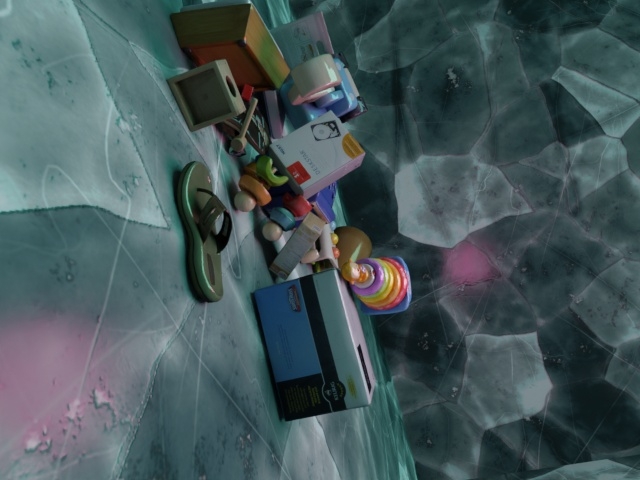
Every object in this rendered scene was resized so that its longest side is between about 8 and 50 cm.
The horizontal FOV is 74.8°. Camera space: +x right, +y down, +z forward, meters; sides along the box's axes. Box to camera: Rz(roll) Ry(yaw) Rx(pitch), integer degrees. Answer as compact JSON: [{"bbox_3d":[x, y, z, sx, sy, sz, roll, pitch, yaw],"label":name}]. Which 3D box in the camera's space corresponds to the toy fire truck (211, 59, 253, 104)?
[{"bbox_3d":[-0.265,-0.425,1.198,0.192,0.135,0.047,161,-55,-67],"label":"toy fire truck"}]

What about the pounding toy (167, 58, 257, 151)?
[{"bbox_3d":[-0.230,-0.322,1.016,0.094,0.181,0.206,-81,153,-64],"label":"pounding toy"}]

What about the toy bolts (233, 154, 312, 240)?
[{"bbox_3d":[-0.167,-0.111,1.232,0.228,0.158,0.218,46,-16,-28],"label":"toy bolts"}]

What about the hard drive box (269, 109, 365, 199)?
[{"bbox_3d":[-0.012,-0.258,1.282,0.181,0.232,0.089,53,-15,10],"label":"hard drive box"}]

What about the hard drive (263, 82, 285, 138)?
[{"bbox_3d":[-0.162,-0.535,1.521,0.318,0.040,0.210,-91,175,-51],"label":"hard drive"}]

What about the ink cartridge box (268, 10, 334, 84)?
[{"bbox_3d":[-0.093,-0.691,1.656,0.091,0.385,0.308,-50,127,-46],"label":"ink cartridge box"}]

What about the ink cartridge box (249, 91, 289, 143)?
[{"bbox_3d":[-0.205,-0.450,1.575,0.296,0.066,0.261,-86,157,-57],"label":"ink cartridge box"}]

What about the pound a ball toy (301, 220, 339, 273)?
[{"bbox_3d":[0.000,0.000,1.763,0.208,0.136,0.319,61,17,-47],"label":"pound a ball toy"}]

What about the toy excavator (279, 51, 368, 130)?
[{"bbox_3d":[-0.020,-0.469,1.362,0.445,0.433,0.222,-35,104,-43],"label":"toy excavator"}]

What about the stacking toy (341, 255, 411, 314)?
[{"bbox_3d":[0.136,0.106,1.182,0.302,0.166,0.175,29,54,-58],"label":"stacking toy"}]

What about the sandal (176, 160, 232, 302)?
[{"bbox_3d":[-0.225,-0.023,0.878,0.120,0.086,0.302,33,42,-72],"label":"sandal"}]

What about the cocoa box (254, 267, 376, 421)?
[{"bbox_3d":[-0.008,0.269,1.147,0.231,0.228,0.346,20,55,-78],"label":"cocoa box"}]

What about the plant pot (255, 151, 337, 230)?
[{"bbox_3d":[-0.075,-0.168,1.436,0.236,0.236,0.212,52,32,-62],"label":"plant pot"}]

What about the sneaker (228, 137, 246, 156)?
[{"bbox_3d":[-0.252,-0.285,1.227,0.098,0.038,0.069,-38,109,-85],"label":"sneaker"}]

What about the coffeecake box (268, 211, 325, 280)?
[{"bbox_3d":[-0.070,0.014,1.299,0.068,0.185,0.142,36,18,-5],"label":"coffeecake box"}]

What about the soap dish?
[{"bbox_3d":[-0.240,-0.525,1.172,0.291,0.229,0.118,37,56,-71],"label":"soap dish"}]

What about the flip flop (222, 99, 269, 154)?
[{"bbox_3d":[-0.246,-0.339,1.174,0.277,0.080,0.112,30,57,-43],"label":"flip flop"}]

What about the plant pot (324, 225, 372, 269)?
[{"bbox_3d":[0.103,0.096,1.986,0.237,0.237,0.254,68,29,-27],"label":"plant pot"}]
